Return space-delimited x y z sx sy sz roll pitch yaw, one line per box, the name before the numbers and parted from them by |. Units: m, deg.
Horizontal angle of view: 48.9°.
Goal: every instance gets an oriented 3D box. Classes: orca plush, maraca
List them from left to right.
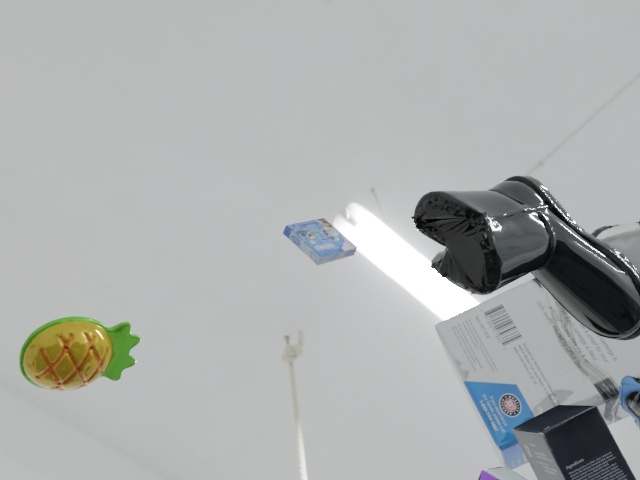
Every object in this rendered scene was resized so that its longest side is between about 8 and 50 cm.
maraca | -0.374 0.177 1.104 0.185 0.099 0.127 3 -68 -38
orca plush | 0.641 -0.005 1.322 0.287 0.102 0.151 -12 -67 10

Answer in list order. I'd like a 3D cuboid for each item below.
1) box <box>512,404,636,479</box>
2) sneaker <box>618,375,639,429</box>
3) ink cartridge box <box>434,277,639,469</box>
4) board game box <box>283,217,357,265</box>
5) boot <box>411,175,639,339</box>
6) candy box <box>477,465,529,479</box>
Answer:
box | 0.373 0.329 1.023 0.093 0.156 0.158 -25 -101 -6
sneaker | 0.546 0.275 1.125 0.188 0.078 0.067 38 -111 -34
ink cartridge box | 0.471 0.228 1.388 0.394 0.286 0.166 -25 -38 3
board game box | 0.000 0.000 1.165 0.090 0.090 0.020 -14 -44 -45
boot | 0.232 0.033 0.778 0.207 0.246 0.094 -16 -29 -44
candy box | 0.247 0.407 0.859 0.070 0.164 0.196 16 -86 -48
